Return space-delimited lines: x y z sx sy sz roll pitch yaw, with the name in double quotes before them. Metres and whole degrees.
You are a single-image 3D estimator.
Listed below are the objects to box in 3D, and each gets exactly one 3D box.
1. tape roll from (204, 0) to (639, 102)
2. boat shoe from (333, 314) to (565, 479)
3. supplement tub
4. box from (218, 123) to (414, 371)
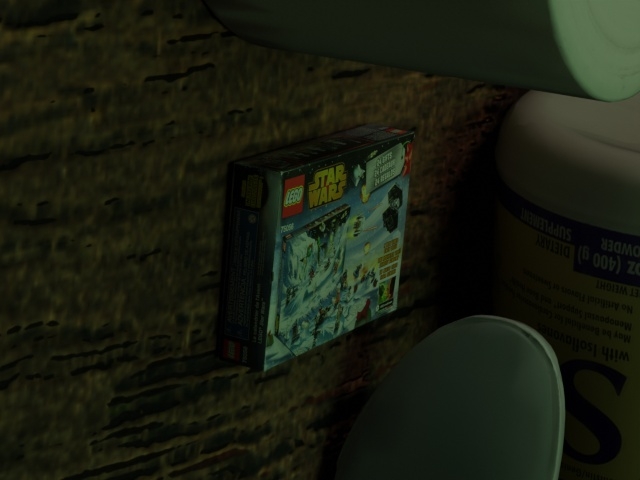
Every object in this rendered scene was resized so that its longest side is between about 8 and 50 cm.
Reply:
"tape roll" 0.066 -0.189 0.842 0.246 0.169 0.246 -35 131 -53
"boat shoe" 0.062 0.185 1.050 0.105 0.113 0.306 -1 104 -69
"supplement tub" 0.215 0.081 1.162 0.241 0.241 0.331 -32 128 -55
"box" 0.000 0.000 0.944 0.137 0.027 0.094 -20 119 -60
